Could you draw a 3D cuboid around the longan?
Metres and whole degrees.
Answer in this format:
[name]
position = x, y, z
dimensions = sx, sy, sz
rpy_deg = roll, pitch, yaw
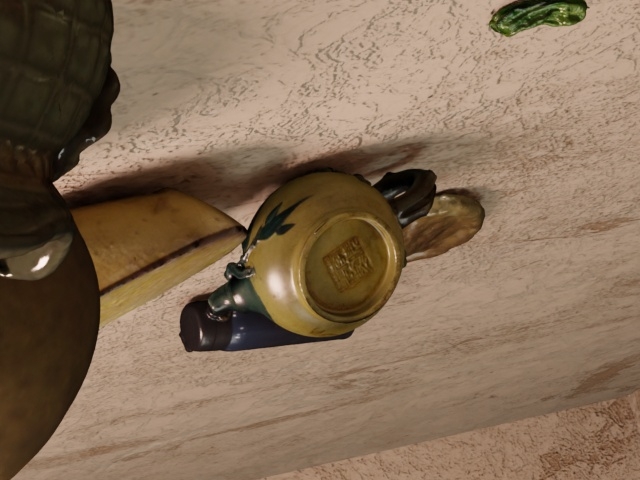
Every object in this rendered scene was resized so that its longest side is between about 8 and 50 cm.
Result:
[longan]
position = -0.321, 0.059, 1.343
dimensions = 0.319, 0.319, 0.319
rpy_deg = -15, 164, -4

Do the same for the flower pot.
[flower pot]
position = -0.259, -0.097, 0.976
dimensions = 0.302, 0.213, 0.302
rpy_deg = 7, 175, 1

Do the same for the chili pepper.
[chili pepper]
position = 0.195, -0.199, 1.513
dimensions = 0.091, 0.030, 0.034
rpy_deg = -13, -171, -5

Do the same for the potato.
[potato]
position = -0.223, 0.024, 1.700
dimensions = 0.299, 0.116, 0.239
rpy_deg = -28, 170, 1

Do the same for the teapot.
[teapot]
position = 0.000, 0.000, 1.806
dimensions = 0.269, 0.173, 0.182
rpy_deg = -37, -153, -16

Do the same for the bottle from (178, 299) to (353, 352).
[bottle]
position = -0.065, 0.099, 2.180
dimensions = 0.244, 0.072, 0.082
rpy_deg = -5, 149, -36

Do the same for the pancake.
[pancake]
position = 0.086, 0.002, 2.057
dimensions = 0.236, 0.042, 0.222
rpy_deg = -7, 158, -35
